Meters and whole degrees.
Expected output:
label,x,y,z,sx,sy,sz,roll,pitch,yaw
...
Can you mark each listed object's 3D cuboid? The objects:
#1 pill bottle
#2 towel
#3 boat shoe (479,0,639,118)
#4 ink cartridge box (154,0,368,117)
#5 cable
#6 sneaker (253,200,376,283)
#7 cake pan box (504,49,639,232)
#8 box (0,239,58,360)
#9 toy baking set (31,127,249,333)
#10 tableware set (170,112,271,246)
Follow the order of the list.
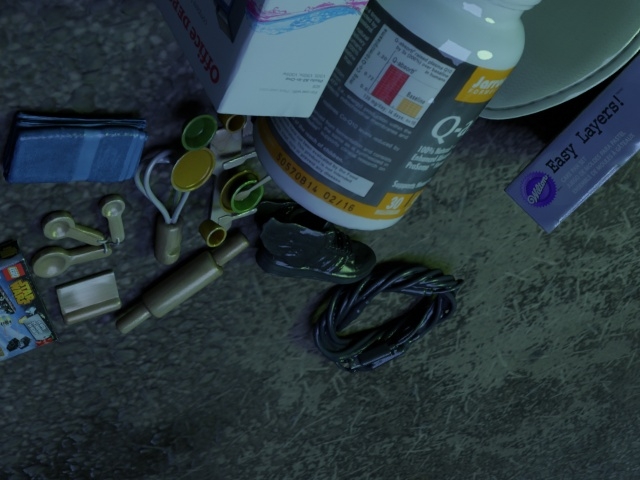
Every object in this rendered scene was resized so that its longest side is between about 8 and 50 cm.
label,x,y,z,sx,sy,sz,roll,pitch,yaw
pill bottle,0.072,-0.155,1.111,0.162,0.162,0.278,6,132,-39
towel,-0.211,-0.078,1.125,0.119,0.029,0.067,-3,137,-33
boat shoe,0.262,-0.235,1.186,0.340,0.127,0.113,-47,174,12
ink cartridge box,-0.032,-0.218,0.967,0.093,0.154,0.212,-2,137,-33
cable,0.078,0.079,1.511,0.184,0.047,0.150,-27,140,1
sneaker,-0.001,-0.002,1.342,0.170,0.051,0.089,2,139,-31
cake pan box,0.304,-0.134,1.274,0.267,0.070,0.246,-47,174,25
box,-0.309,0.064,1.233,0.094,0.027,0.137,-20,144,-10
toy baking set,-0.157,0.000,1.256,0.256,0.030,0.197,-32,144,4
tableware set,-0.090,-0.060,1.203,0.104,0.024,0.154,-22,139,-30
